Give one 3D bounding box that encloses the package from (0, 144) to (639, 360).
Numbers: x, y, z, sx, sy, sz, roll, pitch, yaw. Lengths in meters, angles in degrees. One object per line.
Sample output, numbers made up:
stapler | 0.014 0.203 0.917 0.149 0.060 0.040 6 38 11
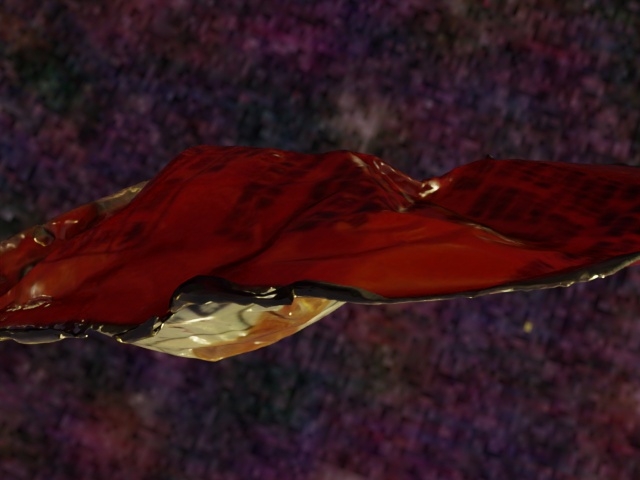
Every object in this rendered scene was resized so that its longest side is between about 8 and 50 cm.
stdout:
package | 0.000 0.000 0.624 0.269 0.194 0.071 -10 103 34
